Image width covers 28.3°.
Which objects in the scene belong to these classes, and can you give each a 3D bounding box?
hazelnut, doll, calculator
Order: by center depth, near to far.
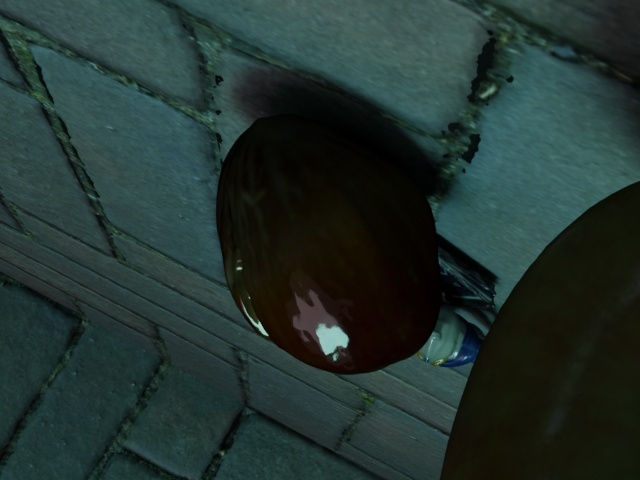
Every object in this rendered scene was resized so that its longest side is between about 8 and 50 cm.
[{"bbox_3d":[-0.003,0.002,1.013,0.181,0.181,0.212,20,-179,-29],"label":"hazelnut"},{"bbox_3d":[0.046,0.014,1.245,0.166,0.028,0.274,35,164,-22],"label":"calculator"},{"bbox_3d":[0.125,0.098,1.255,0.114,0.057,0.227,27,179,21],"label":"doll"}]

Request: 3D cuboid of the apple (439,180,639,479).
[{"bbox_3d":[0.249,0.143,0.621,0.392,0.391,0.346,19,163,35],"label":"apple"}]
